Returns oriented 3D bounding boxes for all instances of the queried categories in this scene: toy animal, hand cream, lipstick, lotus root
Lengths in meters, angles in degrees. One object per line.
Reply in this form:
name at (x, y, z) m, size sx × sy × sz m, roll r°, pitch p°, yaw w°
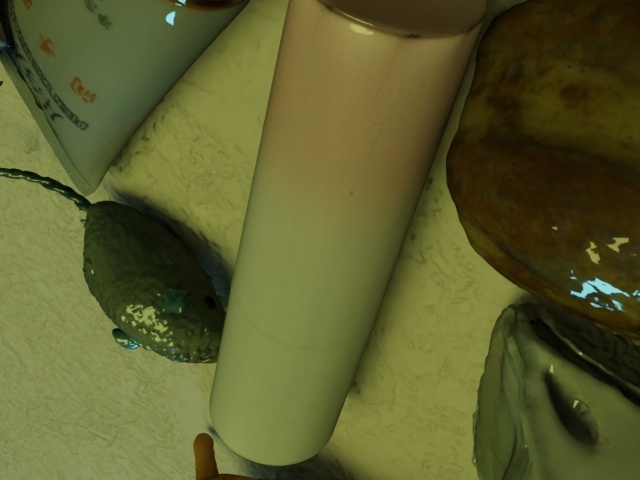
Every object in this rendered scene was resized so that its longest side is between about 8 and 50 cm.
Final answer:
toy animal at (-0.161, 0.000, 0.663) m, size 0.253 × 0.079 × 0.070 m, roll 33°, pitch 115°, yaw 8°
hand cream at (-0.118, -0.132, 0.536) m, size 0.139 × 0.089 × 0.314 m, roll 59°, pitch 147°, yaw -1°
lipstick at (0.000, 0.000, 0.524) m, size 0.087 × 0.087 × 0.327 m, roll 32°, pitch 136°, yaw 17°
lotus root at (0.117, -0.026, 0.407) m, size 0.135 × 0.095 × 0.159 m, roll 20°, pitch 126°, yaw 33°

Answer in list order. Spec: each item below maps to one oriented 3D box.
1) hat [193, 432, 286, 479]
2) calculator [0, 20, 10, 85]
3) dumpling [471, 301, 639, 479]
hat at (-0.046, 0.247, 0.726) m, size 0.233 × 0.233 × 0.244 m, roll 60°, pitch 173°, yaw 32°
calculator at (-0.230, -0.173, 0.588) m, size 0.100 × 0.032 × 0.175 m, roll 6°, pitch 112°, yaw 62°
dumpling at (0.181, 0.211, 0.467) m, size 0.341 × 0.181 × 0.260 m, roll 32°, pitch 146°, yaw 19°
